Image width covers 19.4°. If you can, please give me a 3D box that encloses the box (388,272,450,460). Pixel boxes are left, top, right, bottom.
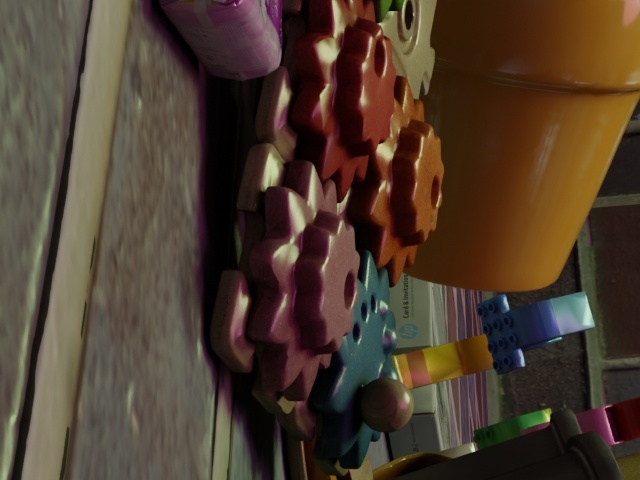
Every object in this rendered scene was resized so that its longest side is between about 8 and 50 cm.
[{"bbox_3d":[0.071,0.091,1.345,0.145,0.038,0.186,78,11,-50],"label":"box"}]

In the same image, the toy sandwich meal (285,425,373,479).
[{"bbox_3d":[0.004,0.086,0.820,0.085,0.029,0.085,-5,90,-83],"label":"toy sandwich meal"}]

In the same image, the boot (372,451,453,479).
[{"bbox_3d":[0.065,0.211,0.942,0.295,0.104,0.211,-4,90,-79],"label":"boot"}]

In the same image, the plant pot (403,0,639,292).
[{"bbox_3d":[0.096,-0.078,1.100,0.205,0.205,0.188,-72,172,-73],"label":"plant pot"}]

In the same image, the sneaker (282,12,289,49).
[{"bbox_3d":[0.005,-0.100,0.853,0.192,0.064,0.086,78,18,-47],"label":"sneaker"}]

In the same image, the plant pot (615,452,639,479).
[{"bbox_3d":[0.201,0.268,1.399,0.237,0.254,0.237,-4,90,-84],"label":"plant pot"}]

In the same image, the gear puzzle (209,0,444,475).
[{"bbox_3d":[0.033,-0.081,0.753,0.175,0.044,0.339,57,41,-61],"label":"gear puzzle"}]

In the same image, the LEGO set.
[{"bbox_3d":[0.068,0.084,0.968,0.227,0.093,0.087,-29,-106,57],"label":"LEGO set"}]

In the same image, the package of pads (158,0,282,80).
[{"bbox_3d":[-0.033,-0.088,0.622,0.083,0.032,0.050,55,34,-77],"label":"package of pads"}]

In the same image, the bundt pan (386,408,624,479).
[{"bbox_3d":[0.058,0.233,0.652,0.331,0.124,0.331,170,-90,-88],"label":"bundt pan"}]
